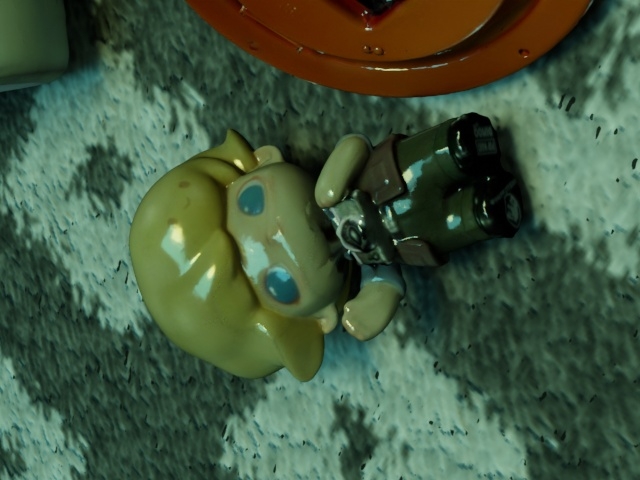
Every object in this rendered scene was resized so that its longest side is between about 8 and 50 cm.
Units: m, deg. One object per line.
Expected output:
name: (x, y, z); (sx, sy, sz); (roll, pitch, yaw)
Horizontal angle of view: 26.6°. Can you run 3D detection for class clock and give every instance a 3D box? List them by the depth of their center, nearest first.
clock: (0.018, -0.136, 0.556); (0.205, 0.051, 0.205); (10, 142, 8)

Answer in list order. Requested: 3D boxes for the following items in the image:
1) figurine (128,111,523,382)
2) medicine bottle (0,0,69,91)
figurine: (0.000, 0.000, 0.647); (0.196, 0.108, 0.114); (-13, 113, 36)
medicine bottle: (-0.244, -0.223, 0.762); (0.170, 0.170, 0.293); (-2, 99, 42)
